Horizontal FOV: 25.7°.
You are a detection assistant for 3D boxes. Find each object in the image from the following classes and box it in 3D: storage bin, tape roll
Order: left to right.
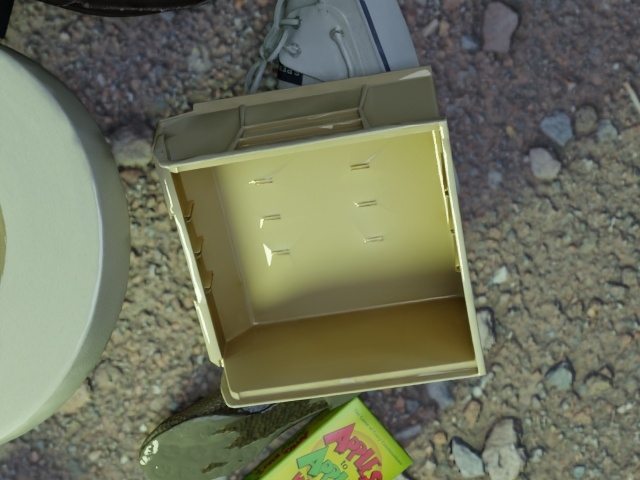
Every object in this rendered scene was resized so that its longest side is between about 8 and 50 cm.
[{"bbox_3d":[-0.359,0.004,1.231,0.392,0.072,0.392,0,91,13],"label":"tape roll"},{"bbox_3d":[0.000,0.000,1.270,0.260,0.123,0.262,-9,121,6],"label":"storage bin"}]

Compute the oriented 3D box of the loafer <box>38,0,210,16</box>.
[{"bbox_3d":[-0.202,-0.252,1.209,0.366,0.130,0.133,-7,109,-36],"label":"loafer"}]

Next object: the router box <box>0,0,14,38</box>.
[{"bbox_3d":[-0.388,-0.329,1.186,0.309,0.081,0.243,13,96,-37],"label":"router box"}]

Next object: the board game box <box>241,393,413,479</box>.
[{"bbox_3d":[-0.007,0.243,1.406,0.181,0.043,0.092,-41,102,-2],"label":"board game box"}]

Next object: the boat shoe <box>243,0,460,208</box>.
[{"bbox_3d":[-0.002,-0.177,1.317,0.156,0.136,0.367,-23,110,-3],"label":"boat shoe"}]

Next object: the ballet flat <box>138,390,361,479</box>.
[{"bbox_3d":[-0.065,0.163,1.386,0.250,0.058,0.084,-28,123,1],"label":"ballet flat"}]
